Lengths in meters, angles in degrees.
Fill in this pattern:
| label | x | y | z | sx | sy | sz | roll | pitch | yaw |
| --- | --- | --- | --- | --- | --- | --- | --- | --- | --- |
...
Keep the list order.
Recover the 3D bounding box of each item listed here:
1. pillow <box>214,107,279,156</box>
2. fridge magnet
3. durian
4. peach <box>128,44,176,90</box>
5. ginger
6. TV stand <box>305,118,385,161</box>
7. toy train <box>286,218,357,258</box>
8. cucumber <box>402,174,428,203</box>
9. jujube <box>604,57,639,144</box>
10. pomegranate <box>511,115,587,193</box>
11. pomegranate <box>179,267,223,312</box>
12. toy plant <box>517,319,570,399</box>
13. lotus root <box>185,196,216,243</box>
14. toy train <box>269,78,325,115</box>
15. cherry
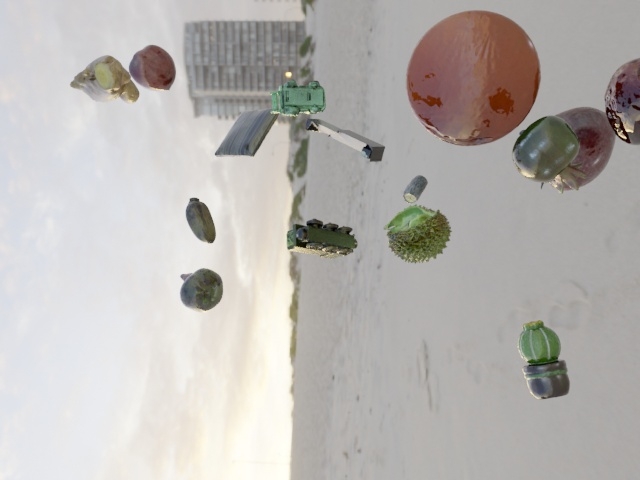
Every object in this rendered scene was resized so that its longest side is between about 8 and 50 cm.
| label | x | y | z | sx | sy | sz | roll | pitch | yaw |
| --- | --- | --- | --- | --- | --- | --- | --- | --- | --- |
| pillow | -0.245 | -0.364 | 1.939 | 0.052 | 0.212 | 0.208 | 46 | -116 | -39 |
| fridge magnet | 0.417 | -0.444 | 1.589 | 0.155 | 0.363 | 0.364 | -43 | -44 | -64 |
| durian | 0.330 | -0.017 | 1.940 | 0.236 | 0.200 | 0.177 | 7 | 119 | 58 |
| peach | -0.538 | -0.538 | 1.838 | 0.152 | 0.151 | 0.152 | 2 | -90 | -86 |
| ginger | -0.424 | -0.314 | 1.118 | 0.081 | 0.115 | 0.205 | -62 | 8 | -5 |
| TV stand | 0.060 | -0.269 | 1.511 | 0.048 | 0.256 | 0.040 | -10 | -58 | -42 |
| toy train | 0.000 | 0.000 | 1.669 | 0.225 | 0.137 | 0.090 | 12 | -108 | -41 |
| cucumber | 0.344 | -0.189 | 2.084 | 0.112 | 0.064 | 0.064 | -55 | -23 | -32 |
| jujube | 0.813 | -0.349 | 1.455 | 0.243 | 0.183 | 0.184 | 56 | -147 | -58 |
| pomegranate | 0.545 | -0.198 | 1.352 | 0.152 | 0.191 | 0.131 | -49 | 28 | 18 |
| pomegranate | -0.374 | 0.140 | 1.744 | 0.138 | 0.163 | 0.126 | -51 | -17 | -13 |
| toy plant | 0.478 | 0.255 | 1.240 | 0.093 | 0.092 | 0.163 | 66 | -167 | -80 |
| lotus root | -0.425 | -0.068 | 2.027 | 0.089 | 0.080 | 0.180 | -11 | -103 | -55 |
| toy train | -0.063 | -0.396 | 1.618 | 0.081 | 0.149 | 0.099 | -171 | 75 | -73 |
| cherry | 0.759 | -0.281 | 1.727 | 0.230 | 0.300 | 0.203 | 48 | -175 | 1 |
